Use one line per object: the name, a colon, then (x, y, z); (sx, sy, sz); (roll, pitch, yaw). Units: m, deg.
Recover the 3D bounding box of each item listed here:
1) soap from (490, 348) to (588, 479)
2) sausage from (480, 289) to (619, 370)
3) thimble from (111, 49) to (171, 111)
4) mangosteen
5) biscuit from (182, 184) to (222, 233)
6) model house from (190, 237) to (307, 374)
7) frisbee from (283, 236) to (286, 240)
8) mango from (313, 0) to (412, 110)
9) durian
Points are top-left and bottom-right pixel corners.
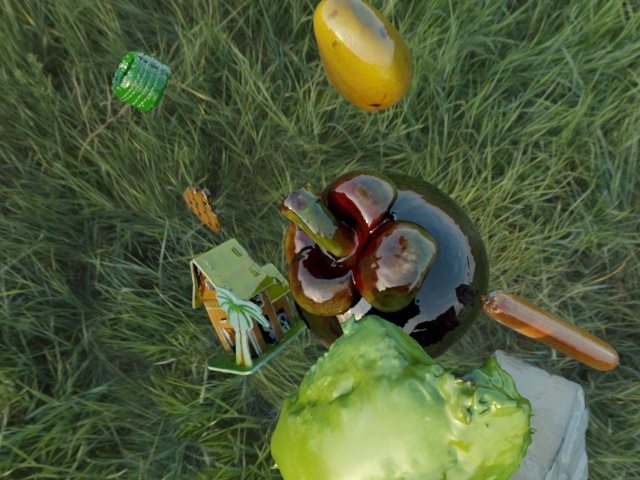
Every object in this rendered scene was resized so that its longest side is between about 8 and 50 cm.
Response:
soap: (0.336, 0.367, 0.776); (0.258, 0.158, 0.302); (-54, 126, -24)
sausage: (0.394, 0.154, 0.821); (0.347, 0.053, 0.053); (26, 72, -24)
thimble: (-0.387, -0.347, 1.055); (0.090, 0.130, 0.118); (25, 56, -37)
mangosteen: (0.107, 0.031, 0.886); (0.381, 0.435, 0.383); (-9, 59, 15)
biscuit: (-0.252, -0.071, 1.027); (0.019, 0.120, 0.129); (-36, 48, -29)
model house: (-0.165, 0.145, 1.298); (0.300, 0.339, 0.324); (-34, 107, -42)
frisbee: (0.000, 0.000, 1.271); (0.191, 0.192, 0.035); (-3, 94, -5)
mango: (0.051, -0.205, 0.548); (0.115, 0.178, 0.090); (42, 96, 7)
durian: (0.080, 0.232, 0.612); (0.204, 0.256, 0.340); (31, 107, -35)
